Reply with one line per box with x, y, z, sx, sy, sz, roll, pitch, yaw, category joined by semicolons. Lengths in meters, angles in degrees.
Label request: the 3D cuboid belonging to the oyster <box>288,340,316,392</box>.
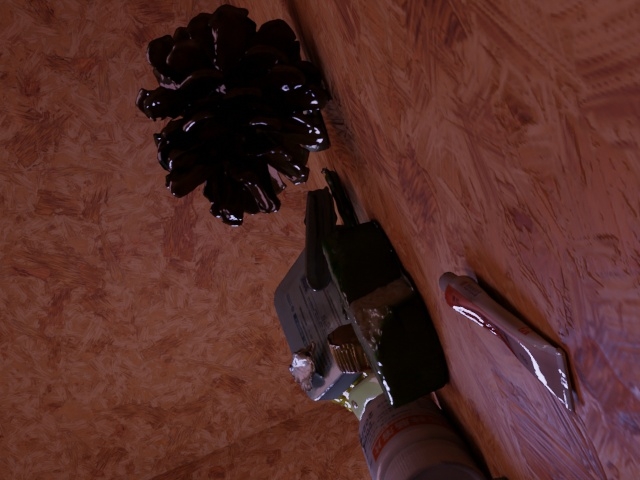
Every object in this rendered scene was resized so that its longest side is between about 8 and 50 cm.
-0.050;0.358;1.734;0.045;0.122;0.146;-28;-76;-51;oyster

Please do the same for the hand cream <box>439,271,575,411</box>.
0.168;0.080;0.584;0.052;0.038;0.216;38;-174;-23;hand cream

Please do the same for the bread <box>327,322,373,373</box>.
0.121;0.253;1.480;0.132;0.191;0.114;-93;-16;-79;bread

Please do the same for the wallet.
0.000;0.000;1.525;0.360;0.083;0.252;87;-177;-87;wallet

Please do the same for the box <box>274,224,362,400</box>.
0.026;0.207;1.775;0.396;0.111;0.395;-54;46;39;box

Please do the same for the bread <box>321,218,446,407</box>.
0.115;0.140;1.222;0.382;0.129;0.366;106;142;-86;bread

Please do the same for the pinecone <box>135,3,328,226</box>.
-0.155;-0.203;1.133;0.384;0.385;0.384;157;90;-88;pinecone

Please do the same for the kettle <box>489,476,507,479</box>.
0.192;0.571;0.973;0.319;0.342;0.247;68;177;-50;kettle

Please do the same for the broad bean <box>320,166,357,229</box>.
0.057;-0.086;1.563;0.069;0.039;0.226;119;129;-80;broad bean

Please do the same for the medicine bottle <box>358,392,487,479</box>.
0.207;0.467;1.302;0.371;0.211;0.211;-130;17;-82;medicine bottle

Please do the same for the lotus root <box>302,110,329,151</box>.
-0.041;-0.285;1.423;0.144;0.070;0.143;72;174;-67;lotus root

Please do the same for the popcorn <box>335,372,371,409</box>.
0.108;0.355;1.927;0.334;0.294;0.292;45;165;40;popcorn

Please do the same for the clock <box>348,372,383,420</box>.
0.219;0.485;1.656;0.308;0.096;0.235;53;143;12;clock

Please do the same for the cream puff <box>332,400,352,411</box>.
0.154;0.470;2.345;0.291;0.324;0.257;52;142;0;cream puff
